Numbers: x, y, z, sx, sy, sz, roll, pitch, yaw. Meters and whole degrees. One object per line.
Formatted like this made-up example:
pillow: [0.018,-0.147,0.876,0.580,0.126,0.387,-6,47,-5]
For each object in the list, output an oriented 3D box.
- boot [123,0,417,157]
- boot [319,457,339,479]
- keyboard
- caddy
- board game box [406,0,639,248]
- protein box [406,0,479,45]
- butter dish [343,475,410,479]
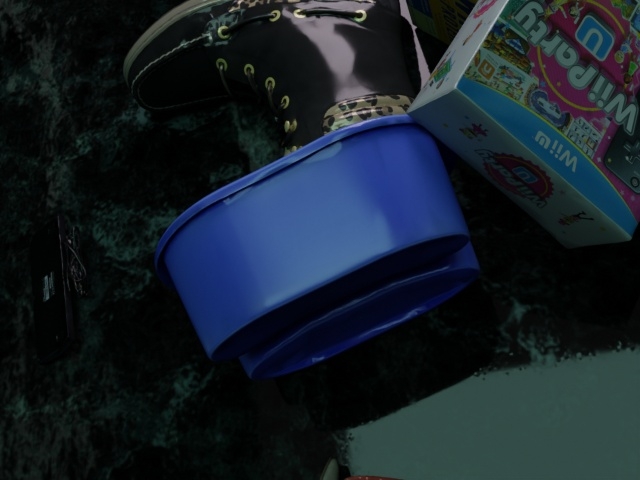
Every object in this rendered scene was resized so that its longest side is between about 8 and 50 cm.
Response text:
boot: [-0.055,-0.176,1.007,0.377,0.138,0.284,-17,62,5]
boot: [0.029,0.287,0.816,0.087,0.042,0.118,14,73,17]
keyboard: [-0.332,0.059,1.055,0.100,0.038,0.192,-32,58,30]
caddy: [0.000,0.000,0.843,0.341,0.241,0.179,-26,67,6]
board game box: [0.255,-0.179,0.788,0.224,0.097,0.303,37,73,-15]
protein box: [0.234,-0.326,0.969,0.200,0.136,0.201,39,82,29]
butter dish: [0.090,0.293,0.728,0.159,0.118,0.160,8,67,0]
